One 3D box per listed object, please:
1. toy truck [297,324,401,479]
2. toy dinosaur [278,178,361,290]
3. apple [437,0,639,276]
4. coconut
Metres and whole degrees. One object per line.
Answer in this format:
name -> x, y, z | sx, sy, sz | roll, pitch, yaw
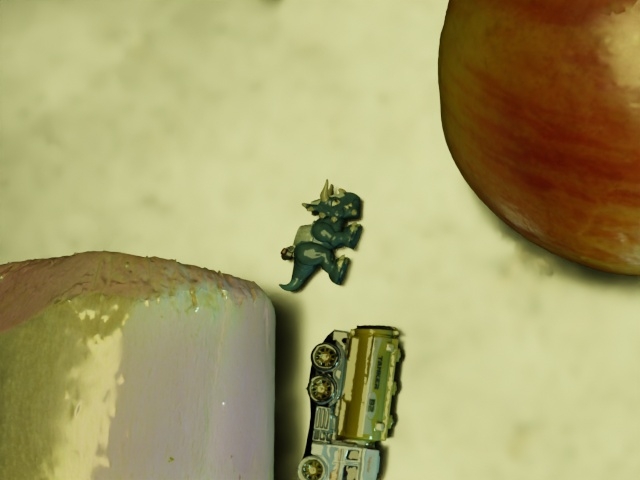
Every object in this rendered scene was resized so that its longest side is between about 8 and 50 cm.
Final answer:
toy truck -> 0.020, 0.118, 1.316 | 0.063, 0.052, 0.123 | 6, 85, 2
toy dinosaur -> 0.000, 0.000, 1.337 | 0.047, 0.030, 0.083 | 20, 88, 9
apple -> 0.200, -0.121, 1.197 | 0.233, 0.286, 0.286 | 9, 87, 15
coconut -> -0.145, 0.140, 1.261 | 0.233, 0.233, 0.245 | 5, 79, 8
